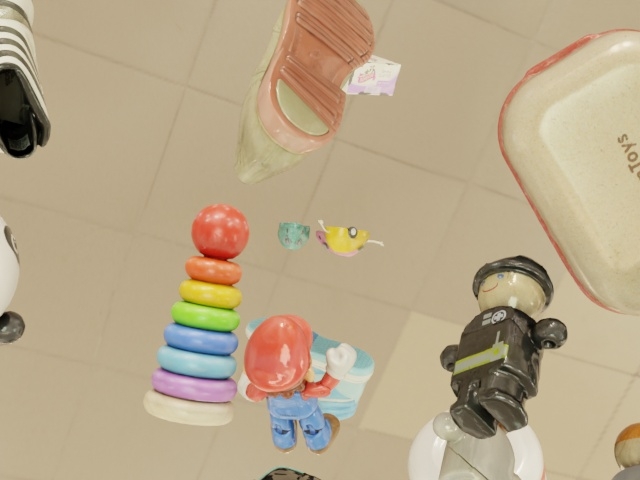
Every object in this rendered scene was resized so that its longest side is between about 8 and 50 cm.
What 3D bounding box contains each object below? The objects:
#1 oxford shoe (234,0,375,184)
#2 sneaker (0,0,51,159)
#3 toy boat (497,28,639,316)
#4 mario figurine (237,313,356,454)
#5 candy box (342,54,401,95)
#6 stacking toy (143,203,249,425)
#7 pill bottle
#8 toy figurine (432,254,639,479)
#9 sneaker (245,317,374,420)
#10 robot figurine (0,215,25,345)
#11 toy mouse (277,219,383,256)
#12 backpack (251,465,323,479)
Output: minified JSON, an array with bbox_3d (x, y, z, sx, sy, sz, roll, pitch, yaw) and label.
[{"bbox_3d":[-0.033,-0.231,1.147,0.140,0.397,0.146,39,131,-14],"label":"oxford shoe"},{"bbox_3d":[-0.580,-0.225,1.524,0.169,0.258,0.447,-5,155,-19],"label":"sneaker"},{"bbox_3d":[0.244,-0.052,0.698,0.151,0.151,0.231,-30,95,8],"label":"toy boat"},{"bbox_3d":[-0.043,0.238,1.504,0.198,0.170,0.321,-24,135,-14],"label":"mario figurine"},{"bbox_3d":[0.036,-0.357,1.720,0.164,0.196,0.070,-9,120,-51],"label":"candy box"},{"bbox_3d":[-0.175,0.107,1.297,0.141,0.141,0.331,11,87,-16],"label":"stacking toy"},{"bbox_3d":[0.241,0.397,1.201,0.181,0.181,0.323,-21,125,-3],"label":"pill bottle"},{"bbox_3d":[0.192,0.130,0.627,0.212,0.148,0.210,10,133,13],"label":"toy figurine"},{"bbox_3d":[-0.045,0.318,1.969,0.318,0.127,0.208,21,117,19],"label":"sneaker"},{"bbox_3d":[-0.440,0.034,0.913,0.209,0.278,0.174,2,80,-42],"label":"robot figurine"},{"bbox_3d":[0.000,0.000,1.028,0.161,0.143,0.031,10,84,-47],"label":"toy mouse"},{"bbox_3d":[-0.023,0.309,0.822,0.165,0.188,0.144,29,104,13],"label":"backpack"}]
